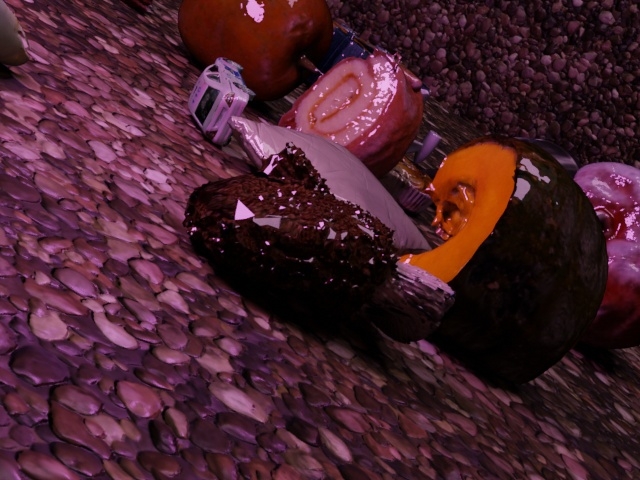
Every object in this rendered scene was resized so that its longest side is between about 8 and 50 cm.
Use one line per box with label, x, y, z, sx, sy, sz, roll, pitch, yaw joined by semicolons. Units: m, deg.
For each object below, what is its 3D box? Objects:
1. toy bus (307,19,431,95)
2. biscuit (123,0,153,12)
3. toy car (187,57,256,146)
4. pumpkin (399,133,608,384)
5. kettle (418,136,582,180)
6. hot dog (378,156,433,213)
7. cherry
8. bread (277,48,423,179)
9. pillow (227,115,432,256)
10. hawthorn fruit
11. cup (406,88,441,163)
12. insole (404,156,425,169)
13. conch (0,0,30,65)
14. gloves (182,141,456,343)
toy bus;0.100;-0.390;2.600;0.323;0.162;0.194;19;25;-51
biscuit;-0.421;-0.536;2.114;0.252;0.070;0.106;31;17;-14
toy car;-0.161;-0.221;1.672;0.076;0.090;0.224;22;19;-21
pumpkin;0.246;0.018;1.471;0.225;0.303;0.256;35;-14;-26
kettle;0.353;-0.113;2.250;0.321;0.228;0.324;13;6;33
hot dog;0.114;-0.147;2.048;0.268;0.075;0.144;39;18;24
cherry;0.506;0.026;1.913;0.291;0.326;0.335;-5;2;17
bread;0.071;-0.216;1.894;0.190;0.244;0.123;52;11;31
pillow;0.018;-0.067;1.611;0.281;0.076;0.274;49;22;25
hawthorn fruit;-0.104;-0.379;1.974;0.301;0.268;0.267;45;18;27
cup;0.137;-0.265;2.267;0.299;0.173;0.167;24;17;-33
insole;0.157;-0.200;2.428;0.322;0.007;0.109;33;17;-8
conch;-0.412;-0.279;1.222;0.143;0.137;0.250;35;15;3
gloves;-0.004;0.003;1.232;0.312;0.135;0.210;23;25;-27
